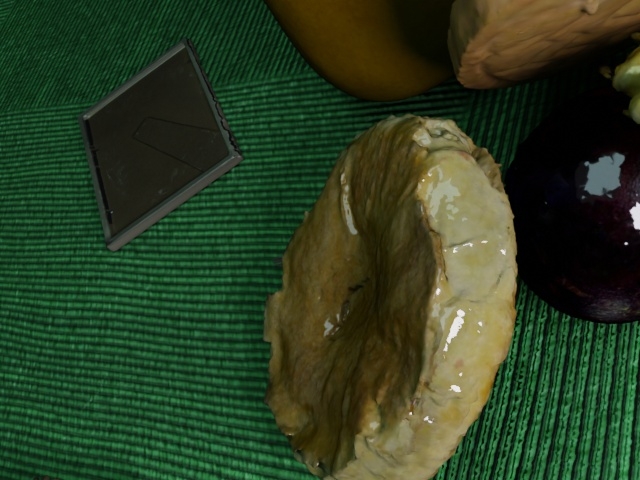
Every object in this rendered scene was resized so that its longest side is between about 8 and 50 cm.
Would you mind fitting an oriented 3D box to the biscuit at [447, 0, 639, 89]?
[{"bbox_3d":[0.273,-0.209,0.648,0.365,0.385,0.062,-26,85,28],"label":"biscuit"}]

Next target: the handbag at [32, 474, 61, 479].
[{"bbox_3d":[-0.271,0.380,0.764,0.304,0.122,0.329,-11,54,28],"label":"handbag"}]

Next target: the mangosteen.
[{"bbox_3d":[0.256,-0.021,0.642,0.231,0.194,0.194,18,72,29],"label":"mangosteen"}]

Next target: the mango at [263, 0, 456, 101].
[{"bbox_3d":[0.040,-0.323,0.813,0.300,0.445,0.232,2,46,20],"label":"mango"}]

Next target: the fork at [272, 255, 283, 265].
[{"bbox_3d":[0.001,0.001,0.909,0.115,0.012,0.016,-28,53,9],"label":"fork"}]

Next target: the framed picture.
[{"bbox_3d":[-0.231,-0.142,1.150,0.213,0.016,0.289,-34,48,9],"label":"framed picture"}]

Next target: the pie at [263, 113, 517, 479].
[{"bbox_3d":[0.046,0.052,0.716,0.339,0.083,0.339,-40,41,47],"label":"pie"}]

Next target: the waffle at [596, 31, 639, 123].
[{"bbox_3d":[0.341,-0.082,0.559,0.330,0.062,0.329,9,40,-7],"label":"waffle"}]
